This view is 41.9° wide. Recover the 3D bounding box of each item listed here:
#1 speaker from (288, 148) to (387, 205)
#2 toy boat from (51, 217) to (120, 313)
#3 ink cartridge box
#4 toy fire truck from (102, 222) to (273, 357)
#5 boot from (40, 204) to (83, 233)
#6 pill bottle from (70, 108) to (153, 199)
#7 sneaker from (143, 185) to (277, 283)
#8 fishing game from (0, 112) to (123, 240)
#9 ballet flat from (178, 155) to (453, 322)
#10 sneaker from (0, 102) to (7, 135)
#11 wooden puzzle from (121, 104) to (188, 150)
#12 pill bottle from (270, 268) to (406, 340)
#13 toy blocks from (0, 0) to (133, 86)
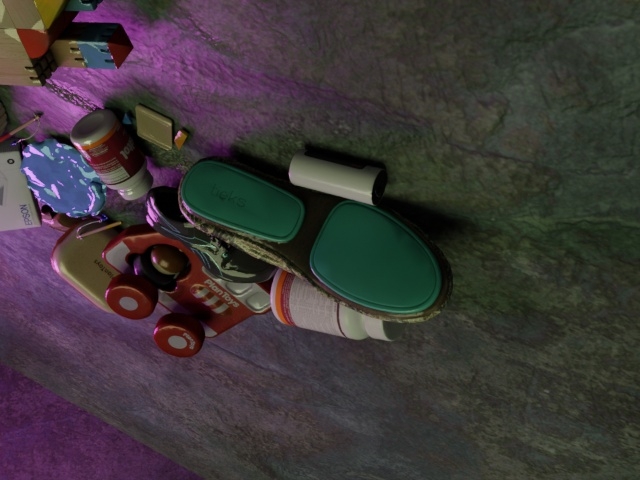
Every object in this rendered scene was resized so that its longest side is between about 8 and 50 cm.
[{"bbox_3d":[0.026,-0.091,1.208,0.136,0.055,0.055,17,148,23],"label":"speaker"},{"bbox_3d":[-0.468,0.049,1.811,0.231,0.151,0.151,47,177,-25],"label":"toy boat"},{"bbox_3d":[-0.701,-0.100,1.695,0.224,0.045,0.223,-8,139,-9],"label":"ink cartridge box"},{"bbox_3d":[-0.256,0.069,1.631,0.254,0.169,0.302,-32,117,31],"label":"toy fire truck"},{"bbox_3d":[-0.561,-0.039,1.832,0.118,0.042,0.087,26,157,9],"label":"boot"},{"bbox_3d":[-0.352,-0.144,1.433,0.086,0.086,0.152,7,144,34],"label":"pill bottle"},{"bbox_3d":[-0.196,-0.010,1.469,0.267,0.101,0.106,28,159,2],"label":"sneaker"},{"bbox_3d":[-0.492,-0.123,1.615,0.189,0.041,0.264,-20,117,35],"label":"fishing game"},{"bbox_3d":[0.000,0.000,1.306,0.483,0.164,0.182,23,172,24],"label":"ballet flat"},{"bbox_3d":[-0.646,-0.254,1.542,0.083,0.084,0.215,25,141,17],"label":"sneaker"},{"bbox_3d":[-0.270,-0.186,1.372,0.116,0.014,0.078,30,146,0],"label":"wooden puzzle"},{"bbox_3d":[0.034,0.102,1.428,0.221,0.121,0.121,8,144,33],"label":"pill bottle"},{"bbox_3d":[-0.411,-0.350,1.109,0.261,0.190,0.381,6,138,17],"label":"toy blocks"}]
